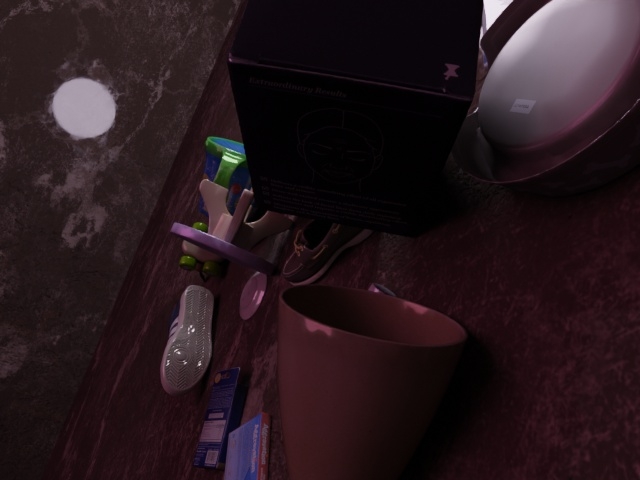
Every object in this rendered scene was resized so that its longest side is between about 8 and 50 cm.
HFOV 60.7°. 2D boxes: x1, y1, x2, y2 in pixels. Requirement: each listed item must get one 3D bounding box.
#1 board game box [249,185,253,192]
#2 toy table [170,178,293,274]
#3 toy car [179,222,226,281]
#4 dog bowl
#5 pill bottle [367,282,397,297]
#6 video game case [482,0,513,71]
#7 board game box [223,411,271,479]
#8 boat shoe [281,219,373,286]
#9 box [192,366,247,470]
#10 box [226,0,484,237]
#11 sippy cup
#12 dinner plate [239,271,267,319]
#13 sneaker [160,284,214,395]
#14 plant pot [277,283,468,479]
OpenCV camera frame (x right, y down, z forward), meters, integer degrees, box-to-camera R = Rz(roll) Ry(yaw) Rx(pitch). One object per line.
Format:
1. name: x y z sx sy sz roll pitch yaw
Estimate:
1. board game box: -0.040 -0.141 1.292 0.275 0.144 0.142 14 80 63
2. toy table: -0.221 -0.035 1.395 0.160 0.274 0.252 -66 16 -9
3. toy car: -0.370 0.060 1.782 0.188 0.149 0.155 104 180 -60
4. dog bowl: 0.332 -0.215 0.733 0.349 0.102 0.348 -43 33 38
5. pill bottle: 0.078 0.135 0.929 0.120 0.067 0.067 -59 27 11
6. video game case: 0.403 -0.471 0.895 0.329 0.036 0.299 -32 41 48
7. board game box: -0.152 0.500 1.078 0.145 0.027 0.281 -43 34 39
8. boat shoe: 0.000 -0.004 1.160 0.305 0.091 0.109 -41 35 38
9. box: -0.231 0.416 1.281 0.136 0.037 0.225 -26 47 51
10. box: 0.047 -0.198 0.837 0.395 0.294 0.211 94 -172 -67
11. sippy cup: -0.259 -0.169 1.644 0.240 0.306 0.223 29 106 36
12. dinner plate: -0.185 0.142 1.456 0.141 0.017 0.141 -44 33 38
13. sneaker: -0.391 0.304 1.584 0.148 0.131 0.350 -50 24 40
14. plant pot: 0.047 0.227 0.759 0.256 0.257 0.273 27 109 63
